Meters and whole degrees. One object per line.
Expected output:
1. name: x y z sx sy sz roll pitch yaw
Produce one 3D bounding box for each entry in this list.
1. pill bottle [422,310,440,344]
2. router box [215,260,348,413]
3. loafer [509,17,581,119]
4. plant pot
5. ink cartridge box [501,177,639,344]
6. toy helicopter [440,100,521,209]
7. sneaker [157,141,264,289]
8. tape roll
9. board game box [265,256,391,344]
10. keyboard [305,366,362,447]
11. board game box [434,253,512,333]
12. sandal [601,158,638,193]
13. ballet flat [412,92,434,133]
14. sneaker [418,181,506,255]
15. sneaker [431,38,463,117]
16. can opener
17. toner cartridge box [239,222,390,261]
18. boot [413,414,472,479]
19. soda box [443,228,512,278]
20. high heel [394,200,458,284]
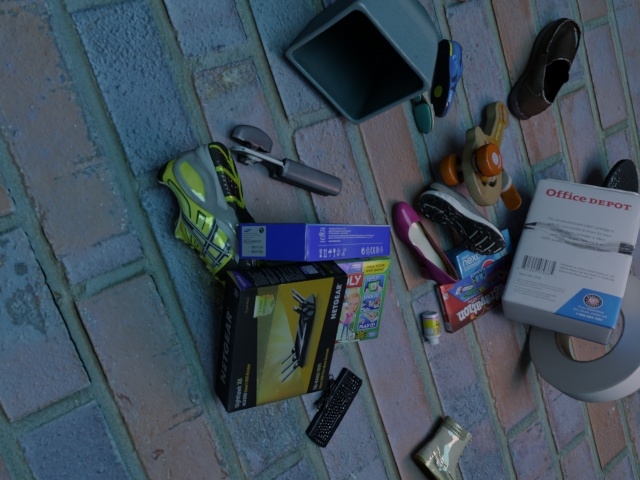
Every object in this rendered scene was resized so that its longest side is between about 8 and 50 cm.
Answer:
1. pill bottle: 0.299 0.235 1.646 0.043 0.043 0.083 -12 99 -31
2. router box: -0.086 0.199 1.299 0.243 0.081 0.308 -7 120 -29
3. loafer: 0.696 -0.509 1.812 0.134 0.130 0.365 36 73 -27
4. plant pot: 0.120 -0.468 1.407 0.248 0.247 0.252 41 54 -26
5. ink cartridge box: 0.702 0.051 1.707 0.394 0.286 0.166 -67 154 -18
6. toy helicopter: 0.472 -0.238 1.675 0.235 0.140 0.355 45 52 -30
7. sneaker: -0.217 -0.014 1.289 0.147 0.145 0.384 -11 111 8
8. tape roll: 0.779 0.263 1.742 0.072 0.392 0.391 32 75 -28
9. board game box: 0.012 0.145 1.432 0.318 0.046 0.213 -4 112 -31
10. keyboard: 0.034 0.405 1.494 0.100 0.038 0.192 40 71 -26
11. board game box: 0.448 0.140 1.745 0.281 0.027 0.145 -24 105 -29
12. sandal: 0.918 -0.046 1.995 0.168 0.107 0.445 -3 106 -33
13. ballet flat: 0.269 -0.363 1.602 0.052 0.057 0.168 -31 108 -37
14. sneaker: 0.386 -0.063 1.625 0.272 0.100 0.108 37 43 -8
15. sneaker: 0.349 -0.429 1.639 0.082 0.069 0.209 7 88 -35
16. can opener: -0.072 -0.181 1.385 0.284 0.076 0.095 17 84 -32
17. toner cartridge box: 0.000 0.000 1.307 0.348 0.165 0.075 -1 93 -58
18. boot: 0.363 0.603 1.681 0.165 0.077 0.213 -46 111 -24
19. soda box: 0.437 0.035 1.710 0.210 0.067 0.071 -24 104 -28
20. high heel: 0.274 0.007 1.579 0.082 0.117 0.244 -30 107 -27
